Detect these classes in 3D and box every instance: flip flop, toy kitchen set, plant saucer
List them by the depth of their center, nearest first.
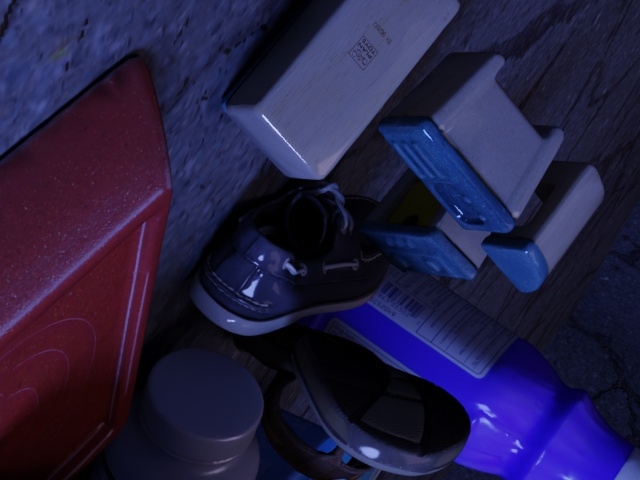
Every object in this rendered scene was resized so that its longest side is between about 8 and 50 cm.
[{"bbox_3d":[-0.154,0.082,0.666,0.259,0.047,0.258,-46,165,-36],"label":"plant saucer"},{"bbox_3d":[0.027,-0.045,0.857,0.122,0.207,0.166,-51,-154,-17],"label":"toy kitchen set"},{"bbox_3d":[0.003,0.101,0.946,0.080,0.112,0.277,-66,-159,-1],"label":"flip flop"}]

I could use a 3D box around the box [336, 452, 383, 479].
[{"bbox_3d":[0.049,0.219,1.698,0.100,0.060,0.244,-61,165,26],"label":"box"}]

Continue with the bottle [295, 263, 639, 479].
[{"bbox_3d":[0.111,0.108,1.145,0.092,0.283,0.118,-61,167,25],"label":"bottle"}]

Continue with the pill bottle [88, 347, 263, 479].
[{"bbox_3d":[-0.091,0.145,0.941,0.094,0.094,0.169,-41,161,-47],"label":"pill bottle"}]

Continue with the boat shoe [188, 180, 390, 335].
[{"bbox_3d":[0.000,0.000,0.949,0.206,0.075,0.065,-24,150,-58],"label":"boat shoe"}]

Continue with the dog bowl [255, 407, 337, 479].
[{"bbox_3d":[-0.088,0.252,1.267,0.166,0.074,0.297,-34,155,-58],"label":"dog bowl"}]
